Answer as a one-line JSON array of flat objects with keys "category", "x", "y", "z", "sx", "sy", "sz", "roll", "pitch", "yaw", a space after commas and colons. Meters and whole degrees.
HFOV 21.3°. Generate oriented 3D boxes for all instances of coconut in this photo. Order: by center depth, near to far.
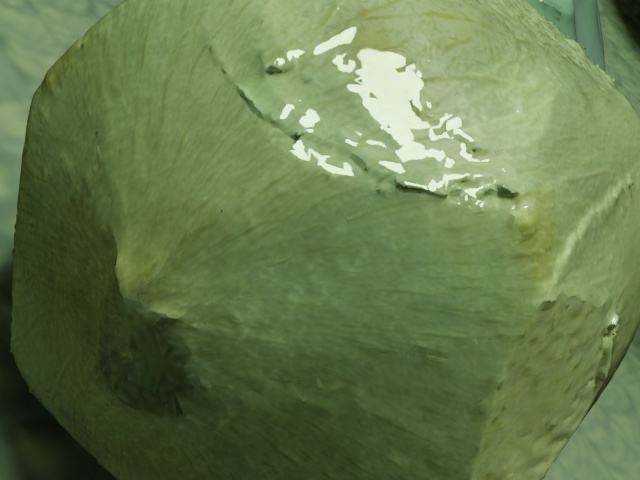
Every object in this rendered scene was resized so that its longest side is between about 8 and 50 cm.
[{"category": "coconut", "x": 0.002, "y": 0.002, "z": 0.435, "sx": 0.161, "sy": 0.161, "sz": 0.162, "roll": 44, "pitch": 33, "yaw": 3}]

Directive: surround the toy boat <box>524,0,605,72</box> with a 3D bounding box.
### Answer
[{"category": "toy boat", "x": 0.022, "y": -0.112, "z": 0.646, "sx": 0.290, "sy": 0.100, "sz": 0.199, "roll": 44, "pitch": 31, "yaw": -2}]
